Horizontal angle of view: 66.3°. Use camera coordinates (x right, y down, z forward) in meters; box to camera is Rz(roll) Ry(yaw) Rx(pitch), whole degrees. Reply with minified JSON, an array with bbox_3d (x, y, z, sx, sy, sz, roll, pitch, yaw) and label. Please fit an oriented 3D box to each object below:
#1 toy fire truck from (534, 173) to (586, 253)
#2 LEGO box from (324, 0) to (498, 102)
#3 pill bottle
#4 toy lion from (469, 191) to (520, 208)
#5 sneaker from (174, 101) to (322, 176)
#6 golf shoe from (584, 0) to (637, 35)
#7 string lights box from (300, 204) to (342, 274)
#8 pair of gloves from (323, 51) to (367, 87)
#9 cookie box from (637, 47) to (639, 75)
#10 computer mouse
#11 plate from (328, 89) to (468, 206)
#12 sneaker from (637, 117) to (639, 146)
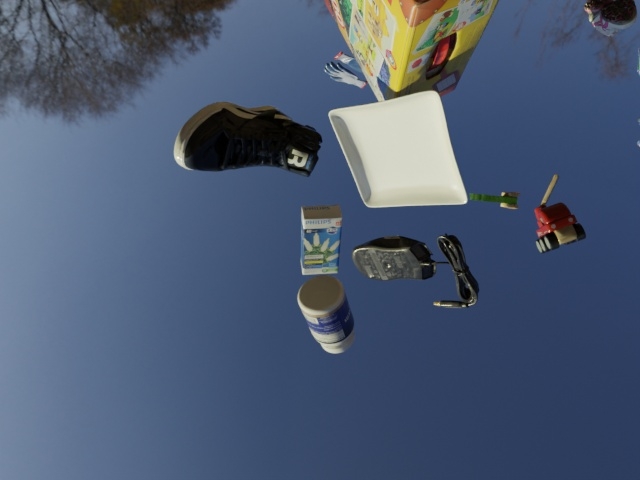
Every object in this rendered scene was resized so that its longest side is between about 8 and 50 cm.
[{"bbox_3d":[0.815,-0.100,1.713,0.158,0.217,0.247,-22,-100,11],"label":"toy fire truck"},{"bbox_3d":[0.158,-0.523,0.998,0.193,0.500,0.373,-27,-98,0],"label":"LEGO box"},{"bbox_3d":[0.028,0.251,1.619,0.153,0.265,0.153,-10,-136,9],"label":"pill bottle"},{"bbox_3d":[0.359,-0.087,1.023,0.096,0.034,0.100,6,-173,9],"label":"toy lion"},{"bbox_3d":[-0.069,-0.121,0.621,0.121,0.079,0.217,28,-149,18],"label":"sneaker"},{"bbox_3d":[0.683,-0.515,1.136,0.067,0.086,0.186,-29,-153,22],"label":"golf shoe"},{"bbox_3d":[0.000,0.000,1.714,0.133,0.260,0.077,-3,-138,-6],"label":"string lights box"},{"bbox_3d":[0.105,-0.551,1.577,0.198,0.159,0.023,168,-63,-68],"label":"pair of gloves"},{"bbox_3d":[0.570,-0.284,0.774,0.107,0.040,0.091,3,-177,40],"label":"cookie box"},{"bbox_3d":[0.199,0.060,1.001,0.262,0.184,0.060,-8,-147,44],"label":"computer mouse"},{"bbox_3d":[0.183,-0.203,1.132,0.277,0.277,0.045,0,-141,38],"label":"plate"},{"bbox_3d":[0.945,-0.263,1.382,0.087,0.083,0.221,-4,-109,38],"label":"sneaker"}]
